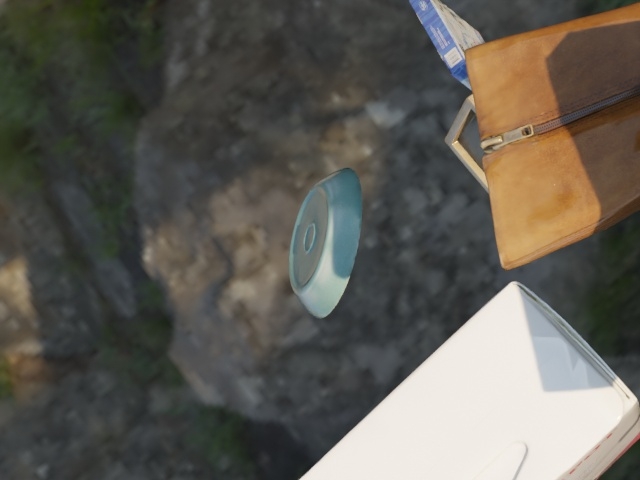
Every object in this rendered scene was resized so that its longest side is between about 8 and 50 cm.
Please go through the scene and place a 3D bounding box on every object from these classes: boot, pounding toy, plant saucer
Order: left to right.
[{"bbox_3d":[0.000,0.000,1.343,0.119,0.021,0.119,-169,90,-71],"label":"plant saucer"},{"bbox_3d":[0.207,-0.116,1.889,0.130,0.100,0.141,51,159,12],"label":"pounding toy"},{"bbox_3d":[0.224,-0.045,0.962,0.096,0.280,0.264,40,-146,-61],"label":"boot"}]

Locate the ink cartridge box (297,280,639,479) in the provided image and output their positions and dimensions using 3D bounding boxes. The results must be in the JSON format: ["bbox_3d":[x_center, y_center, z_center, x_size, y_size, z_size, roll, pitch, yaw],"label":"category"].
[{"bbox_3d":[0.117,0.152,1.224,0.117,0.207,0.283,47,-179,16],"label":"ink cartridge box"}]

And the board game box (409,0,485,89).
[{"bbox_3d":[0.119,-0.155,1.438,0.090,0.020,0.090,28,-151,-48],"label":"board game box"}]
